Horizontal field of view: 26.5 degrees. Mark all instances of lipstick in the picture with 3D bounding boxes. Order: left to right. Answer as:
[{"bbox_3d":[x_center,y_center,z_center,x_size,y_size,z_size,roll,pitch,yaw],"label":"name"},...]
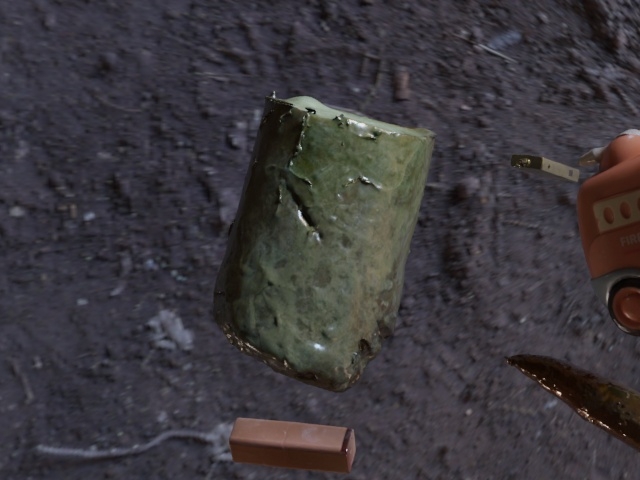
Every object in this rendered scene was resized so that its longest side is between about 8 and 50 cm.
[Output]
[{"bbox_3d":[-0.033,0.246,1.632,0.145,0.045,0.045,4,131,13],"label":"lipstick"}]

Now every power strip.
[{"bbox_3d":[0.296,-0.097,1.797,0.051,0.136,0.019,11,90,36],"label":"power strip"}]

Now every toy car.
[{"bbox_3d":[0.407,-0.034,1.467,0.271,0.180,0.212,-18,93,40],"label":"toy car"}]

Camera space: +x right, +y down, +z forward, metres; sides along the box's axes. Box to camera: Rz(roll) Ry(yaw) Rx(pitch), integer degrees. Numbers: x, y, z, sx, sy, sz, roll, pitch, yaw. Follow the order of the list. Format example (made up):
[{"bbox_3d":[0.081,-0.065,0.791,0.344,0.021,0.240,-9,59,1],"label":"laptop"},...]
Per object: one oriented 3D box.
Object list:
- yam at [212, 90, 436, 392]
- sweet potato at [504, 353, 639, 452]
[{"bbox_3d":[0.000,0.000,1.430,0.195,0.195,0.300,13,89,16],"label":"yam"},{"bbox_3d":[0.349,0.199,1.530,0.314,0.072,0.066,30,60,19],"label":"sweet potato"}]
